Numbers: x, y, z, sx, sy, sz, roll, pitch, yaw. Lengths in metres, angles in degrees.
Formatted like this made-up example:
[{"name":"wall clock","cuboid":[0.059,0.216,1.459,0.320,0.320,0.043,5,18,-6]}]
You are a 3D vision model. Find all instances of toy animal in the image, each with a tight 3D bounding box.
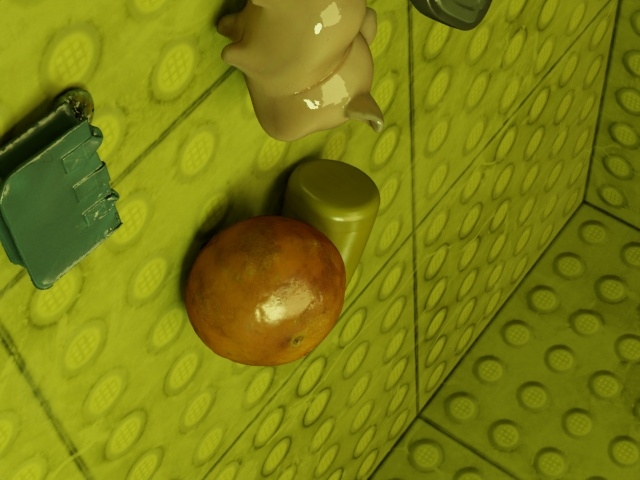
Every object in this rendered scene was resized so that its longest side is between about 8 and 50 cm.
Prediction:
[{"name":"toy animal","cuboid":[-0.020,-0.296,1.753,0.326,0.269,0.237,127,-32,-51]}]

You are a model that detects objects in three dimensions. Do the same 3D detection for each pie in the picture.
[{"name":"pie","cuboid":[-0.326,-0.163,1.547,0.084,0.021,0.084,-45,154,-30]}]

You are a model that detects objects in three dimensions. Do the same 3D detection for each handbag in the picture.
[{"name":"handbag","cuboid":[-0.349,-0.059,1.550,0.179,0.062,0.229,-42,152,-22]}]

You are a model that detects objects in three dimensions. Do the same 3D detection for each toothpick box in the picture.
[{"name":"toothpick box","cuboid":[0.000,0.000,2.205,0.175,0.175,0.271,-34,149,-45]}]

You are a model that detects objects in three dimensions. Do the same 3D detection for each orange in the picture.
[{"name":"orange","cuboid":[-0.092,0.092,2.028,0.283,0.226,0.284,-19,141,-17]}]

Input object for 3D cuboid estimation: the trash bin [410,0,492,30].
[{"name":"trash bin","cuboid":[0.134,-0.466,1.801,0.219,0.250,0.220,3,108,-63]}]
